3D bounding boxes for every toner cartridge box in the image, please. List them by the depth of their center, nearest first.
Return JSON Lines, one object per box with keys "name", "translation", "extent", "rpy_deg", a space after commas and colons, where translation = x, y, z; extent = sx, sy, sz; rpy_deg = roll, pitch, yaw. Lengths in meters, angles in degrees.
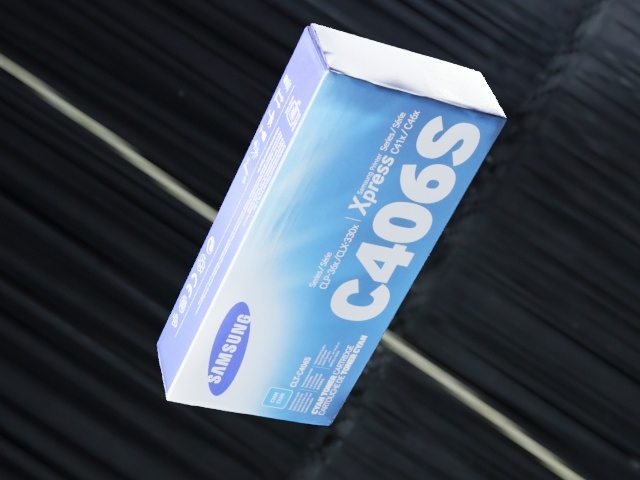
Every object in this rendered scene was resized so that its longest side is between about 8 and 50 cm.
{"name": "toner cartridge box", "translation": [0.000, 0.000, 1.194], "extent": [0.348, 0.165, 0.075], "rpy_deg": [-63, 27, 30]}
